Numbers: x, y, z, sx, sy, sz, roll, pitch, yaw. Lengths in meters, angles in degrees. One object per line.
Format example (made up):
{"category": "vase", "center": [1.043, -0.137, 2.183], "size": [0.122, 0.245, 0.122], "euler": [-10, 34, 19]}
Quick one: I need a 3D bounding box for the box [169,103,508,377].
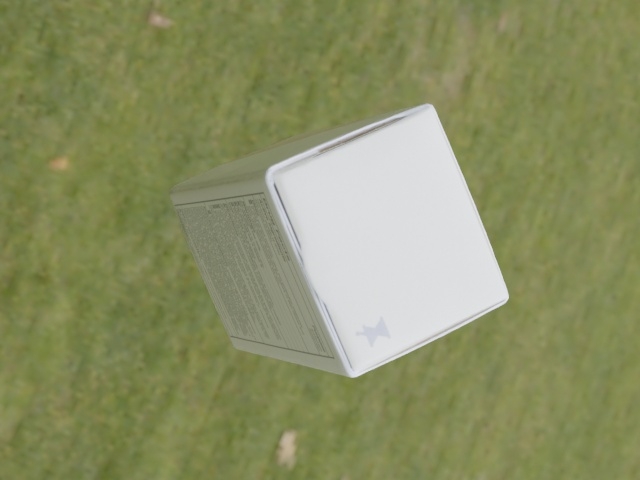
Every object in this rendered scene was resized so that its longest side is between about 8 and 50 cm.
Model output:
{"category": "box", "center": [0.000, 0.000, 1.145], "size": [0.121, 0.311, 0.148], "euler": [-24, 98, -15]}
